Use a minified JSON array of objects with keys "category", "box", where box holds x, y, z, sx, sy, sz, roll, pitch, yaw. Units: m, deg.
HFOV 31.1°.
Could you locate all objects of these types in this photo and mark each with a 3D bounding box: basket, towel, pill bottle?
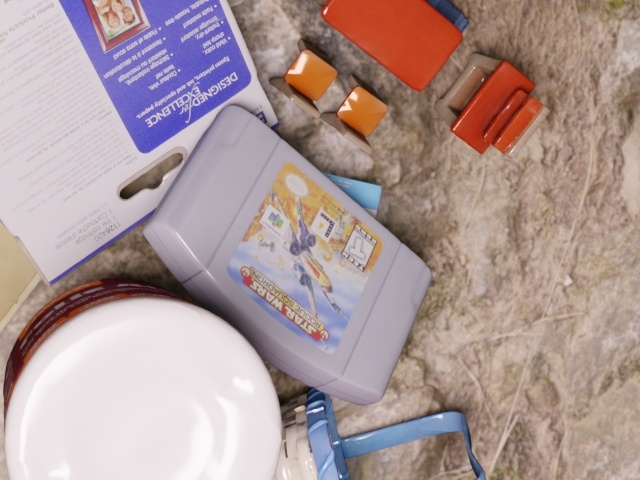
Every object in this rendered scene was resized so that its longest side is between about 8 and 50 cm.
[{"category":"basket","box":[0.026,0.255,1.228,0.289,0.255,0.201,-17,95,5]},{"category":"towel","box":[0.112,-0.266,1.344,0.119,0.029,0.067,37,82,-14]},{"category":"pill bottle","box":[-0.185,0.150,1.088,0.224,0.392,0.224,0,91,-16]}]

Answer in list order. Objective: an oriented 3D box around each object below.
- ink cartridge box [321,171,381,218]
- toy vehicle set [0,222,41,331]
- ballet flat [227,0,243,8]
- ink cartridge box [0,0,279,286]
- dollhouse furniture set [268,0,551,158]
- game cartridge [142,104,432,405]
[{"category":"ink cartridge box","box":[0.000,0.000,1.288,0.090,0.092,0.143,13,87,-16]},{"category":"toy vehicle set","box":[-0.404,-0.027,1.176,0.267,0.035,0.166,37,106,-13]},{"category":"ballet flat","box":[-0.088,-0.364,1.234,0.483,0.164,0.182,-47,119,-11]},{"category":"ink cartridge box","box":[-0.221,-0.157,1.117,0.304,0.072,0.307,-36,133,-16]},{"category":"dollhouse furniture set","box":[0.118,-0.205,1.258,0.259,0.135,0.262,33,99,-26]},{"category":"game cartridge","box":[-0.025,0.025,1.158,0.297,0.062,0.198,40,48,-18]}]
